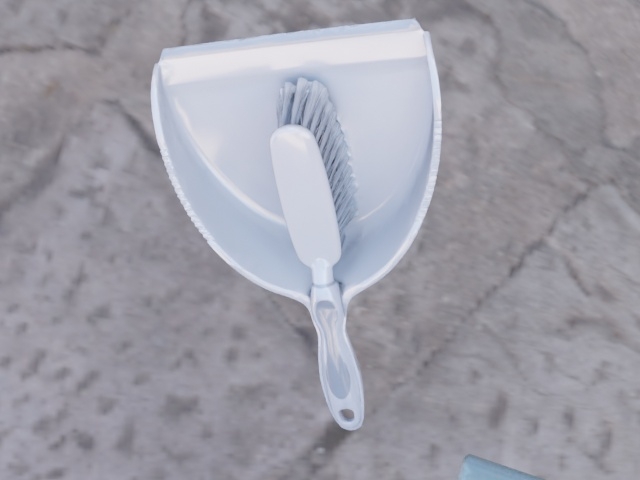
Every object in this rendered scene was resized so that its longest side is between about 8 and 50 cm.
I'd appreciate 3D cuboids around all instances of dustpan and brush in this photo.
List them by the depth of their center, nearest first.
[{"bbox_3d":[0.000,0.000,0.931,0.147,0.060,0.211,-6,122,12],"label":"dustpan and brush"}]

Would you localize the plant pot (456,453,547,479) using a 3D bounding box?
[{"bbox_3d":[0.217,0.332,1.436,0.252,0.248,0.247,13,79,13],"label":"plant pot"}]
